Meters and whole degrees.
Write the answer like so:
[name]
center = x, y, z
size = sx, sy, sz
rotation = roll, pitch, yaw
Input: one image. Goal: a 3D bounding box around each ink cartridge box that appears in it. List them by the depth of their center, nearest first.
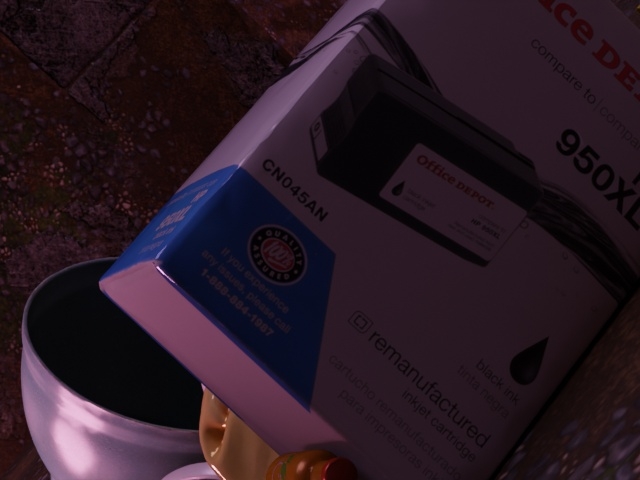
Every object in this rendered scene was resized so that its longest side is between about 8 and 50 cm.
[ink cartridge box]
center = 0.079, -0.023, 1.400
size = 0.395, 0.285, 0.166
rotation = -50, 10, -20

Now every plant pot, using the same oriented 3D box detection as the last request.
[plant pot]
center = -0.170, 0.177, 1.901
size = 0.293, 0.293, 0.196
rotation = -61, -11, -59

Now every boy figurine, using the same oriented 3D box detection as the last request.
[boy figurine]
center = -0.020, 0.161, 1.542
size = 0.092, 0.177, 0.285
rotation = -8, -59, -66

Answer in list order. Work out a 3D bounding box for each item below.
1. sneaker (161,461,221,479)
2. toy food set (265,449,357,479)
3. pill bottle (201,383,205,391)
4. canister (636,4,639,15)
[sneaker]
center = -0.151, 0.311, 1.679
size = 0.296, 0.104, 0.147
rotation = -43, 14, 42
[toy food set]
center = -0.038, 0.256, 1.277
size = 0.232, 0.111, 0.104
rotation = -52, 9, -20
[pill bottle]
center = -0.007, 0.065, 1.754
size = 0.188, 0.188, 0.334
rotation = -45, 9, 13
[canister]
center = 0.343, -0.191, 1.426
size = 0.170, 0.126, 0.073
rotation = -45, 8, 4
